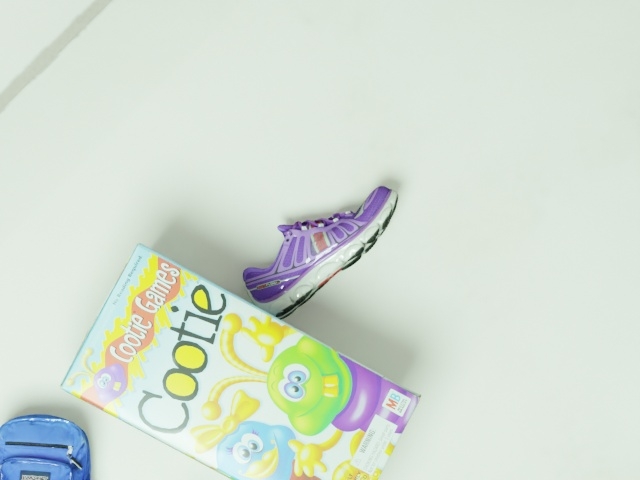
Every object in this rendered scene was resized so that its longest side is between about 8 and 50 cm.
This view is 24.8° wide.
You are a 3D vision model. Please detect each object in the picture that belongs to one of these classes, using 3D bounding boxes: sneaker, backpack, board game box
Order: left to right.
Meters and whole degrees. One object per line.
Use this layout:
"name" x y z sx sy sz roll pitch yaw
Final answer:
"backpack" -0.247 0.214 1.288 0.098 0.101 0.120 6 80 -12
"board game box" -0.073 0.134 1.291 0.275 0.144 0.142 29 82 -2
"sneaker" 0.000 0.000 1.353 0.170 0.068 0.071 -38 83 -8
